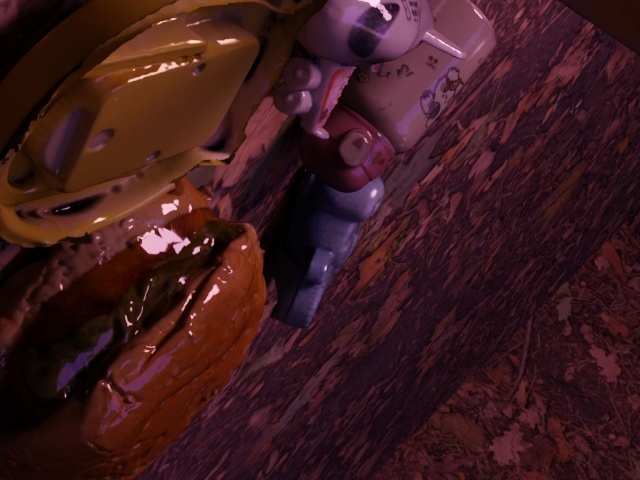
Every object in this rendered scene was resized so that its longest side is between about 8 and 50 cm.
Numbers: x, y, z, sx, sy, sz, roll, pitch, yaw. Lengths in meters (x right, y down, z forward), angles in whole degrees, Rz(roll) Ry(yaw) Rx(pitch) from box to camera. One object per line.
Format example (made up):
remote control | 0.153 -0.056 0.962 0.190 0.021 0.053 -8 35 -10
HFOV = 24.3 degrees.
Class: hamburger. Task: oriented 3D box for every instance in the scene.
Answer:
hamburger | -0.190 0.095 1.259 0.330 0.162 0.209 -48 166 2

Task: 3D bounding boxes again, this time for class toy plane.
toy plane | 0.049 -0.206 1.357 0.252 0.118 0.252 -45 160 -22

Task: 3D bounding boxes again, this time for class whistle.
whistle | 0.000 0.000 1.701 0.269 0.093 0.180 113 -3 -46

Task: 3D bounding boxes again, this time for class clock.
clock | -0.141 -0.110 1.108 0.293 0.071 0.277 -22 157 -48

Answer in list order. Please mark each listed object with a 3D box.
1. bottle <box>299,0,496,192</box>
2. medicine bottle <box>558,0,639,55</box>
bottle | 0.073 -0.154 1.539 0.233 0.110 0.110 -50 164 -8
medicine bottle | 0.180 -0.231 1.098 0.108 0.426 0.108 -48 165 -17
